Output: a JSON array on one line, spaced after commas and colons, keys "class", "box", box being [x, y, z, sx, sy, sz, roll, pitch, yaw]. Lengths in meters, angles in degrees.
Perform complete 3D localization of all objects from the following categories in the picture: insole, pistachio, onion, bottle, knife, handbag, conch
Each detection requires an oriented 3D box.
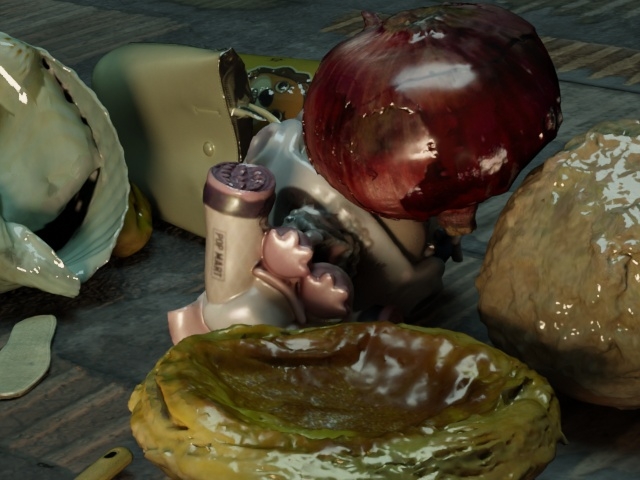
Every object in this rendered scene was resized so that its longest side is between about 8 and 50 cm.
[{"class": "insole", "box": [-0.297, 0.115, 1.834, 0.063, 0.010, 0.192, -2, 21, 2]}, {"class": "pistachio", "box": [-0.264, -0.045, 2.124, 0.100, 0.110, 0.189, -41, 36, -23]}, {"class": "onion", "box": [0.109, -0.105, 1.679, 0.252, 0.219, 0.252, -17, 25, 8]}, {"class": "bottle", "box": [0.003, -0.142, 2.258, 0.351, 0.172, 0.171, 6, 22, 22]}, {"class": "knife", "box": [-0.250, 0.240, 1.485, 0.047, 0.017, 0.298, 7, 26, 29]}, {"class": "handbag", "box": [-0.144, -0.111, 2.101, 0.109, 0.241, 0.315, -18, 22, -32]}, {"class": "conch", "box": [-0.376, -0.057, 1.997, 0.303, 0.319, 0.215, -50, 6, -24]}]

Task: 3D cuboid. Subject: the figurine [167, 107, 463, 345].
[{"class": "figurine", "box": [-0.005, -0.008, 1.819, 0.211, 0.253, 0.361, -24, 14, 31]}]

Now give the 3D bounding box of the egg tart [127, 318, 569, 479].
[{"class": "egg tart", "box": [0.019, 0.167, 1.465, 0.352, 0.150, 0.352, 0, 19, 0]}]

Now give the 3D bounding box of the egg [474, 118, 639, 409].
[{"class": "egg", "box": [0.290, 0.022, 1.658, 0.310, 0.279, 0.279, -31, 27, -9]}]
